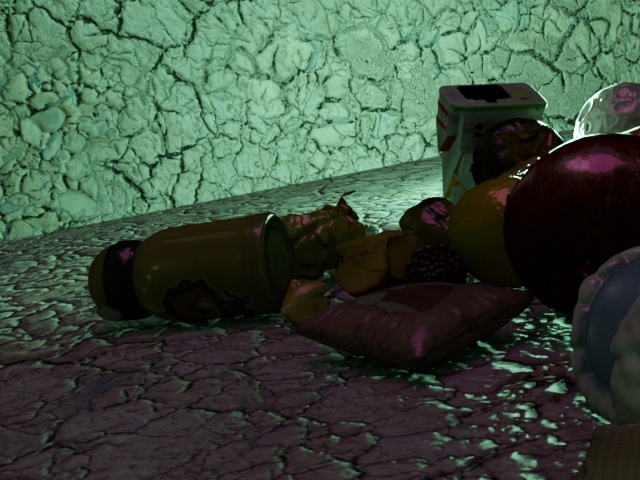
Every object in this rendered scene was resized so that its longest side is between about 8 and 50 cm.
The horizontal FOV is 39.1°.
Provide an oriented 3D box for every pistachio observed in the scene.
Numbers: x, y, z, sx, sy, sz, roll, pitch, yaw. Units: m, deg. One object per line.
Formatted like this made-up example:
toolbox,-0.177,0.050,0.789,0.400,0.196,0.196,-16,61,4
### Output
pistachio,0.221,-0.038,1.868,0.110,0.100,0.189,-6,10,-10

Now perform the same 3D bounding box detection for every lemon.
lemon,0.293,-0.013,1.430,0.178,0.178,0.203,-15,-2,-33

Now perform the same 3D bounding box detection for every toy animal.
toy animal,-0.032,0.097,1.430,0.083,0.070,0.159,-12,5,-9
toy animal,0.351,0.085,0.857,0.208,0.155,0.204,-13,6,-2

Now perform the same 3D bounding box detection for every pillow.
pillow,0.122,0.104,1.172,0.223,0.084,0.236,-19,11,-39

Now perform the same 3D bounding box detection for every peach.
peach,0.098,0.041,1.477,0.151,0.118,0.151,-21,48,24

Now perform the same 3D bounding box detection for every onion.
onion,0.374,-0.018,1.158,0.276,0.276,0.276,-9,9,1

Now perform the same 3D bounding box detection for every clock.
clock,0.395,-0.218,2.201,0.235,0.309,0.166,-4,31,-10

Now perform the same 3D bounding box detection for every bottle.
bottle,-0.230,0.059,1.542,0.351,0.171,0.171,-9,9,18

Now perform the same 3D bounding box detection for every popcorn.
popcorn,0.000,-0.004,1.693,0.195,0.173,0.168,-12,-23,-14

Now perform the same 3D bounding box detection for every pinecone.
pinecone,0.179,0.056,1.400,0.102,0.102,0.109,-8,-14,9

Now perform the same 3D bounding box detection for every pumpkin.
pumpkin,0.455,-0.160,2.027,0.238,0.237,0.159,-11,-22,-12

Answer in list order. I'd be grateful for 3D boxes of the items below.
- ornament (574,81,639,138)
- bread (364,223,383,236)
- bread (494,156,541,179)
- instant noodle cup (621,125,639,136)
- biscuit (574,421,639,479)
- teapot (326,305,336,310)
ornament,0.750,-0.267,2.226,0.225,0.259,0.259,28,8,-5
bread,0.011,0.001,2.022,0.267,0.040,0.267,-9,10,2
bread,0.387,-0.068,1.745,0.119,0.152,0.288,-11,7,26
instant noodle cup,0.543,-0.099,1.672,0.174,0.213,0.213,-14,6,29
biscuit,0.320,0.176,0.666,0.250,0.046,0.147,-6,9,22
teapot,0.043,0.106,1.293,0.083,0.063,0.049,-17,32,-40
